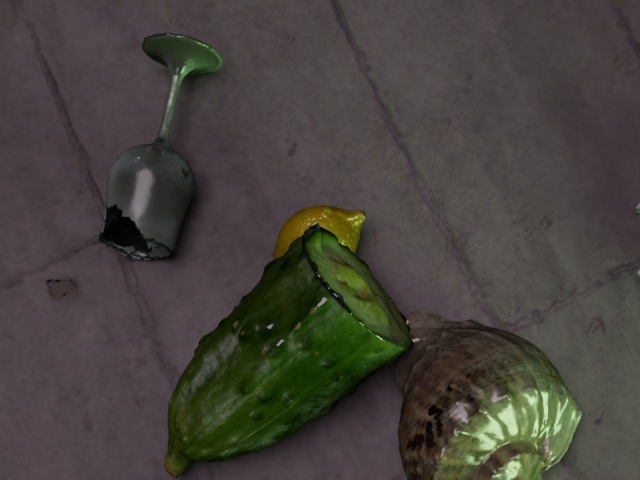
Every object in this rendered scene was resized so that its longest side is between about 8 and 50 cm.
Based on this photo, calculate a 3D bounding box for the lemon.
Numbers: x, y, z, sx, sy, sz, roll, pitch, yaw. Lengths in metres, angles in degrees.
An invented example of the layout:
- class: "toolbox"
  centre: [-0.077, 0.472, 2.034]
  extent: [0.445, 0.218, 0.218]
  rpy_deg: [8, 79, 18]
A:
- class: "lemon"
  centre: [0.000, 0.000, 1.211]
  extent: [0.092, 0.065, 0.065]
  rpy_deg: [-33, 69, 8]

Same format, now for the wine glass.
- class: "wine glass"
  centre: [-0.145, -0.083, 1.258]
  extent: [0.079, 0.079, 0.195]
  rpy_deg: [7, 72, 12]

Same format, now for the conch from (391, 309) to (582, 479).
- class: "conch"
  centre: [0.129, 0.137, 1.141]
  extent: [0.155, 0.130, 0.207]
  rpy_deg: [-4, 42, -25]

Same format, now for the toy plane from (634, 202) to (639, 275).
- class: "toy plane"
  centre: [0.348, -0.014, 1.155]
  extent: [0.162, 0.065, 0.171]
  rpy_deg: [38, 87, 30]

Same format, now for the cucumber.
- class: "cucumber"
  centre: [-0.047, 0.110, 1.152]
  extent: [0.244, 0.134, 0.134]
  rpy_deg: [-44, 69, 14]
